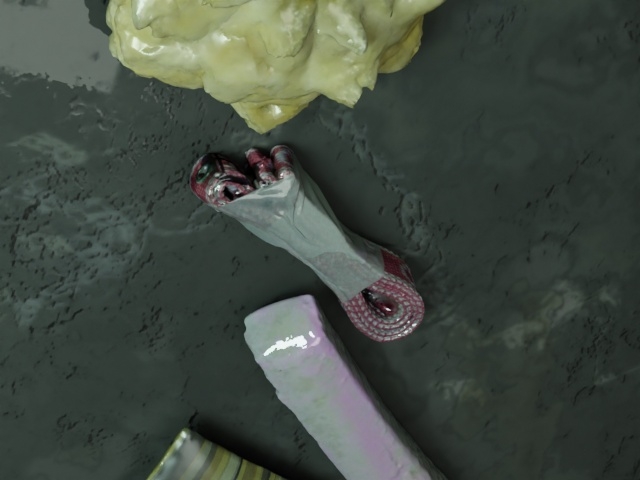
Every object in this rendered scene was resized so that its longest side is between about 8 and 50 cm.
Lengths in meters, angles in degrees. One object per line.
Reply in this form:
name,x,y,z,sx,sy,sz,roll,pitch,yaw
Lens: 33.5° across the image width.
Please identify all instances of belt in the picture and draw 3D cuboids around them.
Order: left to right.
belt,0.000,0.000,0.825,0.071,0.053,0.232,-42,125,13

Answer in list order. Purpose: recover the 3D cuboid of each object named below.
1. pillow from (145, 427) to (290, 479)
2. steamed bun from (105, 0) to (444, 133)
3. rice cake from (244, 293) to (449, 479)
pillow,-0.100,0.274,0.928,0.212,0.052,0.208,33,102,-32
steamed bun,-0.015,-0.196,0.665,0.292,0.137,0.295,-4,116,-26
rice cake,0.042,0.177,0.932,0.073,0.056,0.365,-27,126,10
